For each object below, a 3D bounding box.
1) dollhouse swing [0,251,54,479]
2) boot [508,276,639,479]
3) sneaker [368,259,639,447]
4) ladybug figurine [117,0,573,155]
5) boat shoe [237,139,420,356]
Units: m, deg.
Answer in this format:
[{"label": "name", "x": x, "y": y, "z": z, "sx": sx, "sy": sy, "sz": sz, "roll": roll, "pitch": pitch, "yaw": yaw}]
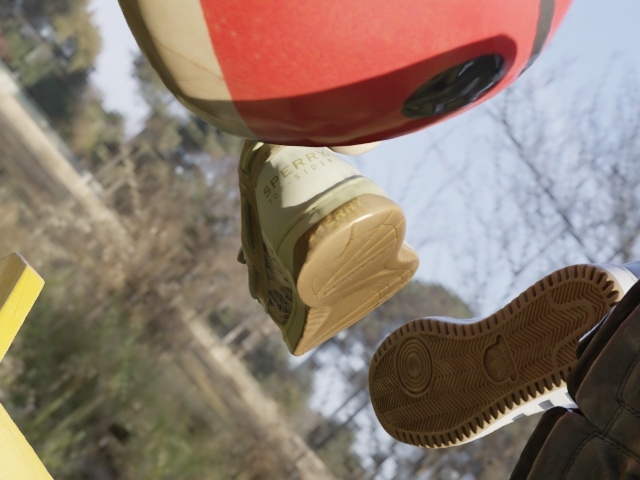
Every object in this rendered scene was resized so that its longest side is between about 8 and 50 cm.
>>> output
[{"label": "dollhouse swing", "x": -0.365, "y": 0.241, "z": 1.580, "sx": 0.346, "sy": 0.305, "sz": 0.315, "roll": -23, "pitch": -74, "yaw": 36}, {"label": "boot", "x": 0.184, "y": 0.057, "z": 0.600, "sx": 0.161, "sy": 0.246, "sz": 0.083, "roll": 42, "pitch": 19, "yaw": 16}, {"label": "sneaker", "x": 0.170, "y": 0.084, "z": 1.177, "sx": 0.282, "sy": 0.153, "sz": 0.099, "roll": -28, "pitch": -108, "yaw": 48}, {"label": "ladybug figurine", "x": 0.037, "y": -0.215, "z": 0.654, "sx": 0.161, "sy": 0.305, "sz": 0.449, "roll": 24, "pitch": -42, "yaw": 25}, {"label": "boat shoe", "x": 0.000, "y": 0.000, "z": 1.012, "sx": 0.089, "sy": 0.104, "sz": 0.285, "roll": 53, "pitch": -12, "yaw": 13}]
